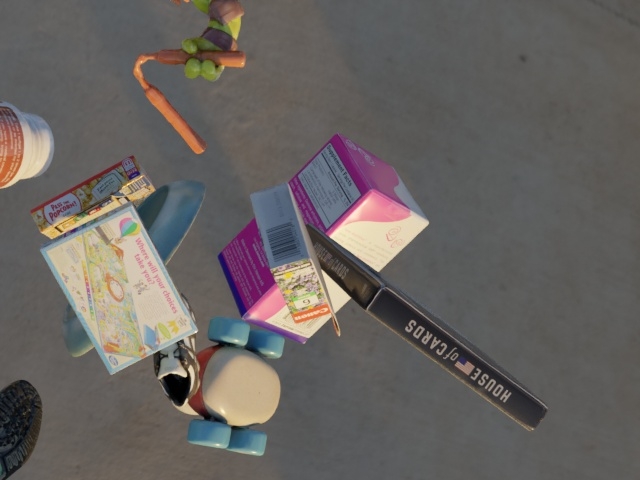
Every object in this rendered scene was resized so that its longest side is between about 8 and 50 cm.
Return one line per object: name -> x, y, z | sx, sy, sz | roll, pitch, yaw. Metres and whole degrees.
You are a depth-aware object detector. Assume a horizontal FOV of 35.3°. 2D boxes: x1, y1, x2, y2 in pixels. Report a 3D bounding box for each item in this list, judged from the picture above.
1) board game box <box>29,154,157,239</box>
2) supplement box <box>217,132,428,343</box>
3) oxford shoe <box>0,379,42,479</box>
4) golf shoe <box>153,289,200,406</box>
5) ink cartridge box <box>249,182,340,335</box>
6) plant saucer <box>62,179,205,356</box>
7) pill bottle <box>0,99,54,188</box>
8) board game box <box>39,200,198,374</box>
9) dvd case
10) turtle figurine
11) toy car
board game box -> -0.380, -0.063, 1.714 | 0.194, 0.147, 0.045 | -29, 80, -5
supplement box -> 0.000, 0.000, 1.185 | 0.111, 0.220, 0.114 | 28, 26, -43
oxford shoe -> -0.386, 0.241, 1.100 | 0.082, 0.096, 0.227 | 61, 34, -27
golf shoe -> -0.227, 0.165, 1.560 | 0.077, 0.094, 0.198 | -13, 106, 0
ink cartridge box -> -0.016, 0.019, 0.682 | 0.029, 0.115, 0.062 | -18, 57, 1
plant saucer -> -0.285, 0.028, 1.481 | 0.044, 0.318, 0.317 | 39, 56, -17
pill bottle -> -0.456, -0.126, 1.308 | 0.216, 0.121, 0.121 | -6, 71, -61
board game box -> -0.208, 0.050, 1.047 | 0.103, 0.026, 0.154 | -26, 108, -5
dvd case -> 0.077, 0.066, 0.870 | 0.179, 0.239, 0.029 | 36, 91, -19
turtle figurine -> -0.062, -0.206, 0.661 | 0.087, 0.217, 0.269 | -29, 102, -56
toy car -> -0.215, 0.258, 1.812 | 0.210, 0.238, 0.219 | 28, 67, -54
